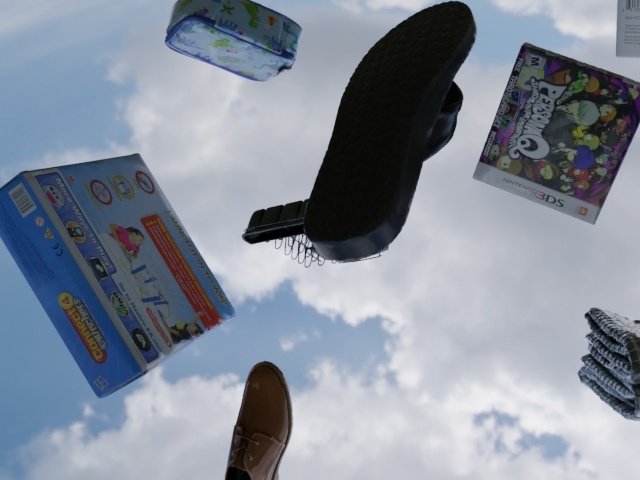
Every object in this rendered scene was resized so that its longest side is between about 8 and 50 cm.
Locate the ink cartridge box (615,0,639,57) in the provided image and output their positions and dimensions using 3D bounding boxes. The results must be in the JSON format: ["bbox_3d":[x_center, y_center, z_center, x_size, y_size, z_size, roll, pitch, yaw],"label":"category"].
[{"bbox_3d":[0.466,-0.347,1.093,0.172,0.237,0.100,13,-153,39],"label":"ink cartridge box"}]

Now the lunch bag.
[{"bbox_3d":[-0.155,-0.359,1.573,0.219,0.090,0.176,18,167,-28],"label":"lunch bag"}]

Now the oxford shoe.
[{"bbox_3d":[-0.086,0.266,1.170,0.076,0.212,0.076,7,-178,24],"label":"oxford shoe"}]

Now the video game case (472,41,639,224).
[{"bbox_3d":[0.375,-0.166,1.394,0.210,0.232,0.042,23,-154,12],"label":"video game case"}]

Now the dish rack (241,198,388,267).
[{"bbox_3d":[0.000,0.000,1.827,0.208,0.271,0.074,-9,-119,39],"label":"dish rack"}]

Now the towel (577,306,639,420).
[{"bbox_3d":[0.519,0.166,1.280,0.235,0.121,0.283,-5,-175,1],"label":"towel"}]

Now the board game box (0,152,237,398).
[{"bbox_3d":[-0.289,0.035,1.286,0.086,0.308,0.302,-32,179,20],"label":"board game box"}]

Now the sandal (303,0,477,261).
[{"bbox_3d":[0.101,-0.144,1.183,0.168,0.107,0.445,0,-127,36],"label":"sandal"}]
